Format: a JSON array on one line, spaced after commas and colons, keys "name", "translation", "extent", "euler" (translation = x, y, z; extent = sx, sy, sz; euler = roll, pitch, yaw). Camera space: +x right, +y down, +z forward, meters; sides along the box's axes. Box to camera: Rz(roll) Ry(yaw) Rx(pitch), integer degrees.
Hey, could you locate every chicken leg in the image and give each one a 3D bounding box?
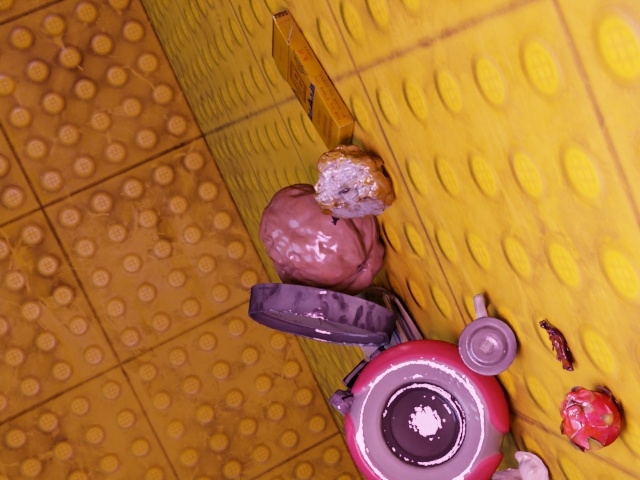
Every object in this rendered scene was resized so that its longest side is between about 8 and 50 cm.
[{"name": "chicken leg", "translation": [0.337, 0.148, 1.267], "extent": [0.083, 0.021, 0.036], "euler": [62, 177, 12]}]

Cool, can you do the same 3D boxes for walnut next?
[{"name": "walnut", "translation": [0.002, 0.000, 1.871], "extent": [0.273, 0.273, 0.227], "euler": [46, 128, 54]}]

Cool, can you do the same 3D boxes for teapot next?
[{"name": "teapot", "translation": [0.275, 0.158, 1.455], "extent": [0.092, 0.124, 0.091], "euler": [19, 174, 11]}]

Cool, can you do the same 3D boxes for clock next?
[{"name": "clock", "translation": [0.000, 0.156, 1.839], "extent": [0.312, 0.313, 0.061], "euler": [117, 165, -75]}]

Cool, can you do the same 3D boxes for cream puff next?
[{"name": "cream puff", "translation": [0.064, -0.112, 1.669], "extent": [0.156, 0.121, 0.156], "euler": [2, 94, 37]}]

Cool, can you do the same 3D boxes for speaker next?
[{"name": "speaker", "translation": [0.188, 0.332, 1.605], "extent": [0.294, 0.294, 0.294], "euler": [59, 167, 23]}]

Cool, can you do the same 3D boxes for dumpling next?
[{"name": "dumpling", "translation": [0.378, 0.403, 1.579], "extent": [0.059, 0.043, 0.077], "euler": [100, 163, -46]}]

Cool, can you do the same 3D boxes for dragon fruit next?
[{"name": "dragon fruit", "translation": [0.367, 0.246, 1.212], "extent": [0.081, 0.086, 0.116], "euler": [3, 136, 32]}]

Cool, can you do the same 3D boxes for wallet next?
[{"name": "wallet", "translation": [0.146, 0.201, 2.039], "extent": [0.223, 0.077, 0.309], "euler": [65, 164, -8]}]

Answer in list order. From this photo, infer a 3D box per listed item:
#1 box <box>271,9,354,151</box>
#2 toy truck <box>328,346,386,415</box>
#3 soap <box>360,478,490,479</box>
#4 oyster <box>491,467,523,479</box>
[{"name": "box", "translation": [-0.018, -0.306, 1.780], "extent": [0.279, 0.041, 0.153], "euler": [60, 169, 16]}, {"name": "toy truck", "translation": [0.174, 0.367, 1.888], "extent": [0.178, 0.176, 0.363], "euler": [50, 170, -35]}, {"name": "soap", "translation": [0.241, 0.565, 2.011], "extent": [0.315, 0.091, 0.199], "euler": [-41, 73, 44]}, {"name": "oyster", "translation": [0.385, 0.513, 1.682], "extent": [0.161, 0.107, 0.232], "euler": [57, 148, 34]}]
